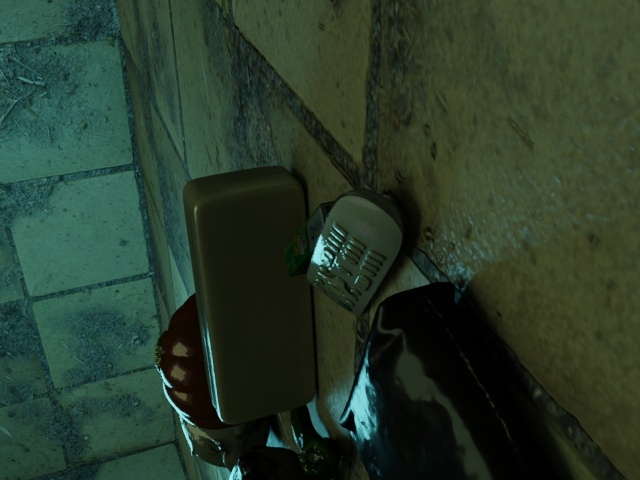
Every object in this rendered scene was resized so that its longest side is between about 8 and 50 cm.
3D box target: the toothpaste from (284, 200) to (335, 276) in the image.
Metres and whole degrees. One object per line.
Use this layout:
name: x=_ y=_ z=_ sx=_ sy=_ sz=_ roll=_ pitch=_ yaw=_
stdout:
toothpaste: x=0.000 y=0.000 z=0.834 sx=0.178 sy=0.043 sz=0.037 roll=130 pitch=129 yaw=-68

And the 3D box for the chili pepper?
chili pepper: x=-0.007 y=0.271 z=1.012 sx=0.073 sy=0.050 sz=0.182 roll=50 pitch=174 yaw=-12

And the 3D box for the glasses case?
glasses case: x=-0.087 y=0.076 z=0.989 sx=0.076 sy=0.144 sz=0.337 roll=-130 pitch=34 yaw=-58

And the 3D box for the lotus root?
lotus root: x=-0.052 y=0.361 z=1.038 sx=0.145 sy=0.128 sz=0.260 roll=34 pitch=158 yaw=42

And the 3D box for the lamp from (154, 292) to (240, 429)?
lamp: x=-0.154 y=0.181 z=1.183 sx=0.223 sy=0.196 sz=0.223 roll=2 pitch=-90 yaw=-74

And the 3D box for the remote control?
remote control: x=0.034 y=0.011 z=0.728 sx=0.073 sy=0.044 sz=0.229 roll=33 pitch=156 yaw=7

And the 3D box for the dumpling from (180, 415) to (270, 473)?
dumpling: x=-0.163 y=0.331 z=1.427 sx=0.204 sy=0.163 sz=0.293 roll=48 pitch=-172 yaw=-44

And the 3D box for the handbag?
handbag: x=0.091 y=0.183 z=0.605 sx=0.247 sy=0.080 sz=0.223 roll=101 pitch=151 yaw=-52
